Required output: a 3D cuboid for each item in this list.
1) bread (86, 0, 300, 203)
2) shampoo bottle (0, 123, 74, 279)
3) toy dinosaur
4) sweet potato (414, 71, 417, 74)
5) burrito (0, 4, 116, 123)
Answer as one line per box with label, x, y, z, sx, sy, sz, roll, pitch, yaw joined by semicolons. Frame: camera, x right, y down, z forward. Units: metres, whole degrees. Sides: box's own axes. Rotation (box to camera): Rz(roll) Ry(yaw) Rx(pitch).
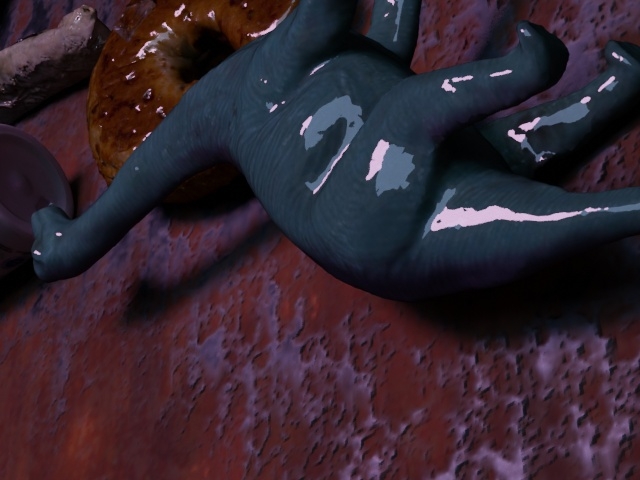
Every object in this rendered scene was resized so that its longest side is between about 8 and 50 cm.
bread;-0.068;-0.105;0.946;0.193;0.064;0.193;-23;49;30
shampoo bottle;-0.305;0.029;1.089;0.303;0.092;0.092;-32;41;31
toy dinosaur;0.000;0.000;0.753;0.331;0.129;0.383;-54;47;21
sweet potato;0.027;-0.082;0.837;0.095;0.034;0.034;11;71;42
burrito;-0.206;-0.129;1.135;0.171;0.051;0.042;-16;44;43
